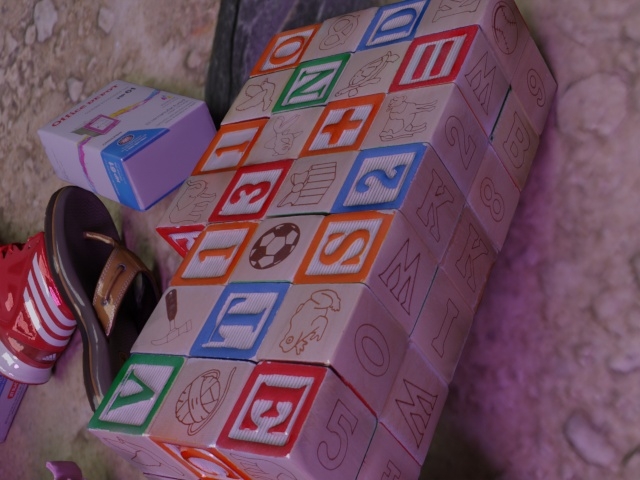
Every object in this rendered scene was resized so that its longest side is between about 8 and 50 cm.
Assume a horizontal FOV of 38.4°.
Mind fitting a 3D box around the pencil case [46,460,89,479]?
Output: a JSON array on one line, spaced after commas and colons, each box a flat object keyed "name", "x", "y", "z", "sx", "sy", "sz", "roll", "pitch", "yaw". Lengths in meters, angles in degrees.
[{"name": "pencil case", "x": -0.167, "y": 0.304, "z": 0.686, "sx": 0.284, "sy": 0.124, "sz": 0.124, "roll": 48, "pitch": 115, "yaw": 35}]

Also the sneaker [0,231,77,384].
[{"name": "sneaker", "x": -0.287, "y": 0.017, "z": 0.863, "sx": 0.221, "sy": 0.087, "sz": 0.128, "roll": 45, "pitch": 105, "yaw": 22}]

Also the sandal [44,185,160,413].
[{"name": "sandal", "x": -0.162, "y": 0.053, "z": 0.737, "sx": 0.060, "sy": 0.090, "sz": 0.219, "roll": -26, "pitch": 66, "yaw": 18}]

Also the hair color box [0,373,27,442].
[{"name": "hair color box", "x": -0.357, "y": 0.140, "z": 0.837, "sx": 0.053, "sy": 0.167, "sz": 0.093, "roll": 39, "pitch": 110, "yaw": 37}]

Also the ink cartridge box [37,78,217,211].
[{"name": "ink cartridge box", "x": -0.154, "y": -0.079, "z": 0.737, "sx": 0.122, "sy": 0.088, "sz": 0.052, "roll": 18, "pitch": 138, "yaw": 41}]

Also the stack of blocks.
[{"name": "stack of blocks", "x": 0.000, "y": 0.000, "z": 0.502, "sx": 0.171, "sy": 0.087, "sz": 0.297, "roll": -4, "pitch": 48, "yaw": 40}]
